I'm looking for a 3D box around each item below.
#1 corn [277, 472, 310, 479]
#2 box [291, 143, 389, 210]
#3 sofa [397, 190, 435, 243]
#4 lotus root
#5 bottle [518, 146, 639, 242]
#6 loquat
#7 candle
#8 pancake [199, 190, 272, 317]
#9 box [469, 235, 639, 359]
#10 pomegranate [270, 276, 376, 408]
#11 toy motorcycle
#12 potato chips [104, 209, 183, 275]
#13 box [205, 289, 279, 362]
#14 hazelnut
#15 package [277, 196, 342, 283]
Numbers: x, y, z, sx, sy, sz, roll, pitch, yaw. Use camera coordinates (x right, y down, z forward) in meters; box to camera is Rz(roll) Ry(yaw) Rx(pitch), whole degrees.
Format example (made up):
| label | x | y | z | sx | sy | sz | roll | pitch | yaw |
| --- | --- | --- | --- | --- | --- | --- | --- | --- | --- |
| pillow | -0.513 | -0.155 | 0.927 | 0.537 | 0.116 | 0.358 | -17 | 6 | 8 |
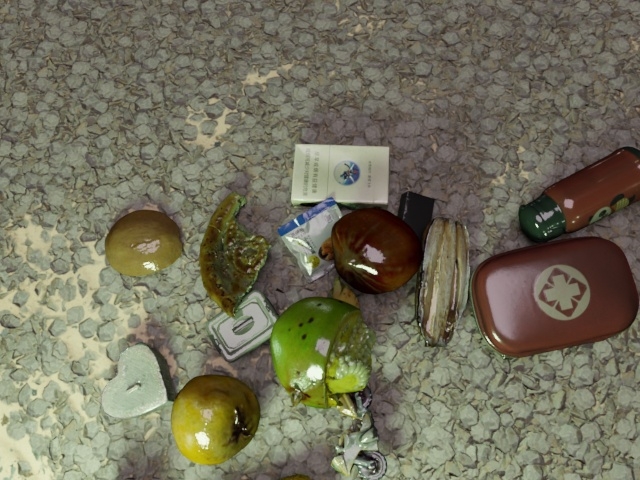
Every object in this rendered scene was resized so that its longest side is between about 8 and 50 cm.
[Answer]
| label | x | y | z | sx | sy | sz | roll | pitch | yaw |
| --- | --- | --- | --- | --- | --- | --- | --- | --- | --- |
| corn | -0.165 | 0.651 | 1.319 | 0.344 | 0.131 | 0.131 | -26 | 75 | -3 |
| box | 0.055 | -0.170 | 1.559 | 0.256 | 0.069 | 0.164 | 3 | 75 | 4 |
| sofa | 0.244 | -0.047 | 1.530 | 0.085 | 0.060 | 0.147 | 14 | 76 | -11 |
| lotus root | 0.294 | 0.107 | 1.463 | 0.167 | 0.078 | 0.330 | 17 | 78 | -27 |
| bottle | 0.668 | -0.107 | 1.482 | 0.335 | 0.144 | 0.144 | -26 | 75 | -2 |
| loquat | -0.242 | 0.417 | 1.349 | 0.212 | 0.213 | 0.213 | -1 | 75 | 2 |
| candle | -0.440 | 0.362 | 1.438 | 0.168 | 0.068 | 0.192 | 24 | 79 | 12 |
| pancake | -0.221 | 0.029 | 1.475 | 0.197 | 0.054 | 0.377 | -16 | 58 | 5 |
| box | 0.573 | 0.135 | 1.428 | 0.403 | 0.108 | 0.263 | -13 | 79 | -1 |
| pomegranate | 0.014 | 0.233 | 1.371 | 0.260 | 0.261 | 0.341 | 16 | 44 | 7 |
| toy motorcycle | 0.077 | 0.456 | 1.379 | 0.129 | 0.094 | 0.229 | -13 | 65 | 4 |
| potato chips | -0.475 | 0.004 | 1.541 | 0.208 | 0.062 | 0.195 | 26 | 76 | 11 |
| box | -0.186 | 0.218 | 1.452 | 0.172 | 0.093 | 0.124 | -33 | 75 | -6 |
| hazelnut | 0.129 | 0.030 | 1.403 | 0.229 | 0.229 | 0.230 | -1 | 75 | 2 |
| package | 0.000 | 0.000 | 1.512 | 0.171 | 0.027 | 0.173 | -31 | 100 | -1 |
